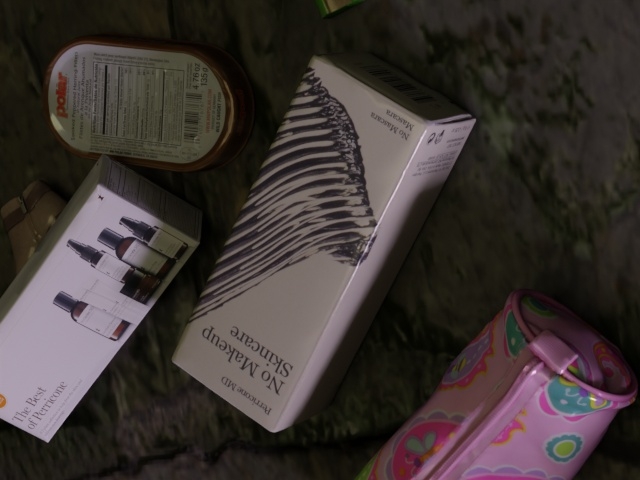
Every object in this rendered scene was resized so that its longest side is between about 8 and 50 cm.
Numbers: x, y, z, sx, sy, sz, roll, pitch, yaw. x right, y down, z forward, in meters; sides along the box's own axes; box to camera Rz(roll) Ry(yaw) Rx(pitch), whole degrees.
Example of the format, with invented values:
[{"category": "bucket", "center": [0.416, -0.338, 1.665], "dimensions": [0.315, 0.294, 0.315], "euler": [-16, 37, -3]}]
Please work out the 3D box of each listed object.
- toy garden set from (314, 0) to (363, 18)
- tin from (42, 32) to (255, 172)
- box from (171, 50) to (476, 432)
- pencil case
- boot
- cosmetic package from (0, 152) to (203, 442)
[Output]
[{"category": "toy garden set", "center": [0.057, -0.303, 1.247], "dimensions": [0.244, 0.049, 0.204], "euler": [-24, 87, 28]}, {"category": "tin", "center": [-0.143, -0.113, 1.388], "dimensions": [0.189, 0.040, 0.106], "euler": [8, 97, 26]}, {"category": "box", "center": [0.000, 0.000, 1.297], "dimensions": [0.113, 0.094, 0.275], "euler": [32, 110, 20]}, {"category": "pencil case", "center": [0.105, 0.169, 1.255], "dimensions": [0.124, 0.124, 0.284], "euler": [45, 114, 14]}, {"category": "boot", "center": [-0.249, 0.008, 1.461], "dimensions": [0.118, 0.042, 0.087], "euler": [-40, 73, 25]}, {"category": "cosmetic package", "center": [-0.202, 0.051, 1.404], "dimensions": [0.099, 0.060, 0.239], "euler": [31, 115, -16]}]
